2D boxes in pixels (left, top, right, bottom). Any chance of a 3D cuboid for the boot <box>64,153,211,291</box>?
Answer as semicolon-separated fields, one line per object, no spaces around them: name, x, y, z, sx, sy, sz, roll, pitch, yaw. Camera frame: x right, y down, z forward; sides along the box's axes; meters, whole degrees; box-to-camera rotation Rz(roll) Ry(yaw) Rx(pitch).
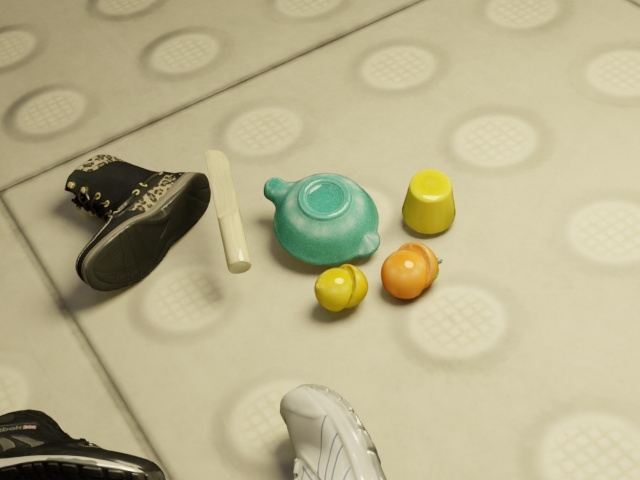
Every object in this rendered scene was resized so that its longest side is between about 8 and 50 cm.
boot;-0.280;-0.030;1.427;0.178;0.085;0.236;17;43;30

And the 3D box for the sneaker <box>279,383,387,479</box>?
sneaker;0.012;0.258;1.044;0.129;0.111;0.297;-25;43;-7

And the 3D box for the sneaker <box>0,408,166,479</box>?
sneaker;-0.294;0.226;1.144;0.283;0.107;0.124;0;38;11

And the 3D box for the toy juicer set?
toy juicer set;0.000;0.000;1.342;0.329;0.089;0.209;6;57;6
